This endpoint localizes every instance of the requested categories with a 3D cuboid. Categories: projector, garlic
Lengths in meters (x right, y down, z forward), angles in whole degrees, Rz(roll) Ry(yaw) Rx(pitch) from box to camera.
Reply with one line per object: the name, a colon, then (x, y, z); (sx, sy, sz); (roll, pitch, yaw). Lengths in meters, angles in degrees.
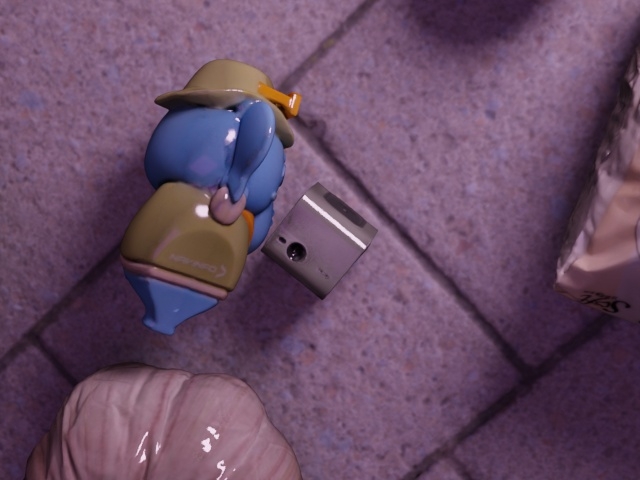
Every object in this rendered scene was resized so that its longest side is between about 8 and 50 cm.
projector: (0.000, 0.000, 0.994); (0.082, 0.083, 0.083); (39, 105, 1)
garlic: (-0.152, 0.275, 0.991); (0.318, 0.259, 0.317); (3, 104, 14)

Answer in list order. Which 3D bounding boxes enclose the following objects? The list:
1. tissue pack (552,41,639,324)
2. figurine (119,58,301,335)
tissue pack: (0.425, -0.049, 0.853); (0.376, 0.195, 0.389); (23, 105, 1)
figurine: (-0.117, -0.048, 0.957); (0.154, 0.180, 0.262); (25, 96, -2)
